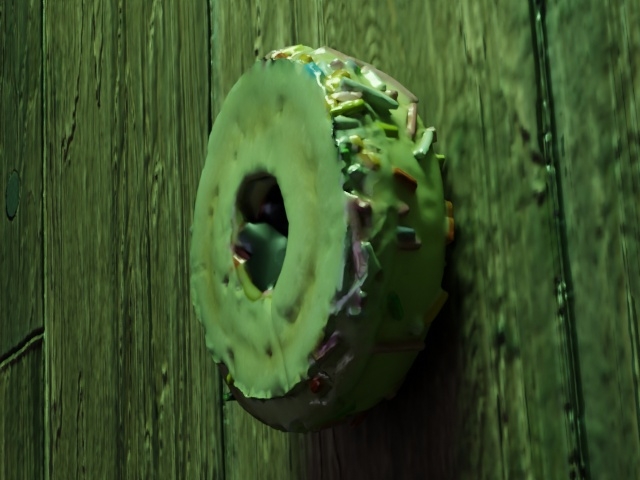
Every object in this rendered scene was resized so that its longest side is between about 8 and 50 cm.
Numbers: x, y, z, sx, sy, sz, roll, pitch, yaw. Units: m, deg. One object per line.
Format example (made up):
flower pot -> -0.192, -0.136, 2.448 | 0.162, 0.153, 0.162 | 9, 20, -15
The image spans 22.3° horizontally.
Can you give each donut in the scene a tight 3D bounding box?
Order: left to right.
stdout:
donut -> 0.000, 0.000, 0.709 | 0.174, 0.068, 0.175 | -10, 79, 61
